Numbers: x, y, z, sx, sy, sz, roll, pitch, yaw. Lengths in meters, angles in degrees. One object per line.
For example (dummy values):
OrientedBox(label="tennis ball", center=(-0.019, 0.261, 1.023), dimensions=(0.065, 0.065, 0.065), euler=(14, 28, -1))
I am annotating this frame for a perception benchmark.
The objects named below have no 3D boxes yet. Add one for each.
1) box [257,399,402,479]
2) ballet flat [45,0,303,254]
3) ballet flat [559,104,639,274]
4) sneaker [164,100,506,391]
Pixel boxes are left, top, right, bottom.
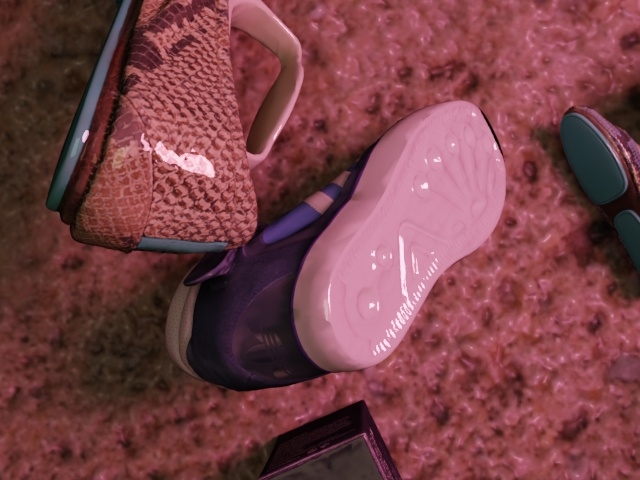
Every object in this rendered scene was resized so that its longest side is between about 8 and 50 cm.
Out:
OrientedBox(label="box", center=(0.028, 0.229, 0.667), dimensions=(0.093, 0.158, 0.156), euler=(-25, 87, 1))
OrientedBox(label="ballet flat", center=(-0.101, -0.196, 0.665), dimensions=(0.182, 0.164, 0.483), euler=(13, 57, -24))
OrientedBox(label="ballet flat", center=(0.282, -0.043, 0.730), dimensions=(0.070, 0.070, 0.188), euler=(-27, 89, 0))
OrientedBox(label="sneaker", center=(0.000, 0.001, 0.698), dimensions=(0.323, 0.236, 0.130), euler=(-49, 116, -42))
